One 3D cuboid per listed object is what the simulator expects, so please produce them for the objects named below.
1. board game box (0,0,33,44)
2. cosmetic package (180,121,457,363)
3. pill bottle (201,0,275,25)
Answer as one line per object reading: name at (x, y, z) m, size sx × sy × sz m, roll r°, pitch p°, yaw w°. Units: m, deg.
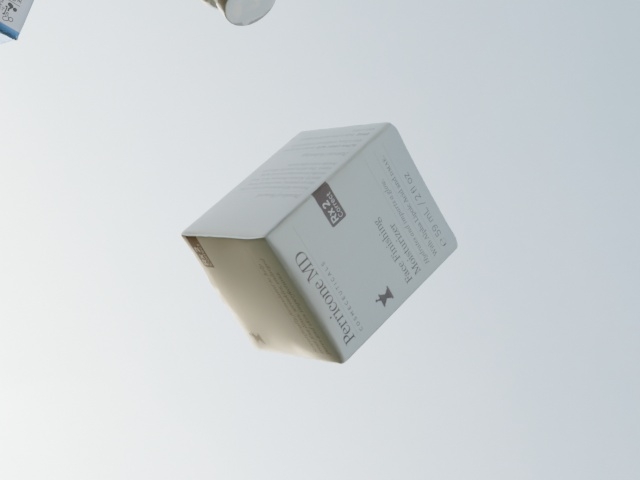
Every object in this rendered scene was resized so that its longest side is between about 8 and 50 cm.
board game box at (-0.316, -0.309, 1.055) m, size 0.302 × 0.086 × 0.308 m, roll 0°, pitch -113°, yaw 51°
cosmetic package at (0.000, 0.000, 1.140) m, size 0.151 × 0.183 × 0.151 m, roll 1°, pitch -51°, yaw 53°
pill bottle at (-0.086, -0.238, 1.003) m, size 0.120 × 0.067 × 0.067 m, roll 56°, pitch -50°, yaw 30°
